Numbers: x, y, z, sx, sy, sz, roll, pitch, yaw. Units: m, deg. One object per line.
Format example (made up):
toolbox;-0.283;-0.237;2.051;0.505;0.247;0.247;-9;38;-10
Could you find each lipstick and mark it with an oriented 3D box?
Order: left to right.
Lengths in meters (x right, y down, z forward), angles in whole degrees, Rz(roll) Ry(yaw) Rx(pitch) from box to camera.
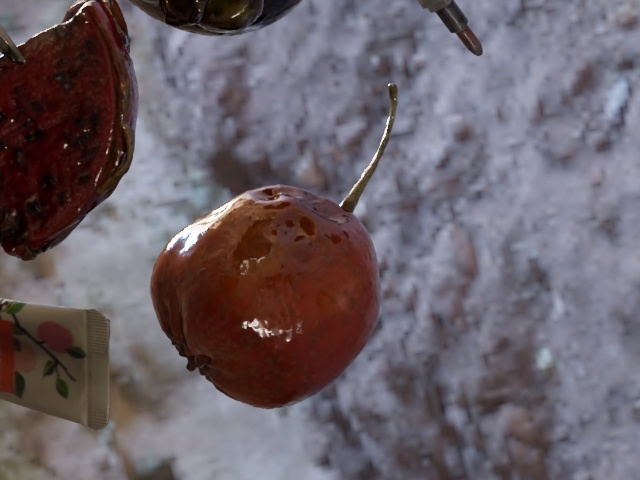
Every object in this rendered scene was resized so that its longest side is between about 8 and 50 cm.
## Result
lipstick;0.105;-0.196;1.615;0.107;0.025;0.025;50;-144;-24

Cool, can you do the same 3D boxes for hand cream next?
hand cream;-0.234;0.057;1.166;0.050;0.234;0.080;-47;-36;-59

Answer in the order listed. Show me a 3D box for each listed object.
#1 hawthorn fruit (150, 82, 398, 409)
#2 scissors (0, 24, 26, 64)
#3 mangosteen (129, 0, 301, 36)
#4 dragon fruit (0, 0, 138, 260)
hawthorn fruit;0.000;0.000;1.472;0.165;0.285;0.165;35;154;20
scissors;-0.260;-0.212;1.045;0.300;0.022;0.109;52;143;-9
mangosteen;-0.064;-0.207;1.291;0.184;0.172;0.172;42;142;43
dragon fruit;-0.152;-0.076;1.172;0.161;0.120;0.127;-71;-43;-75
